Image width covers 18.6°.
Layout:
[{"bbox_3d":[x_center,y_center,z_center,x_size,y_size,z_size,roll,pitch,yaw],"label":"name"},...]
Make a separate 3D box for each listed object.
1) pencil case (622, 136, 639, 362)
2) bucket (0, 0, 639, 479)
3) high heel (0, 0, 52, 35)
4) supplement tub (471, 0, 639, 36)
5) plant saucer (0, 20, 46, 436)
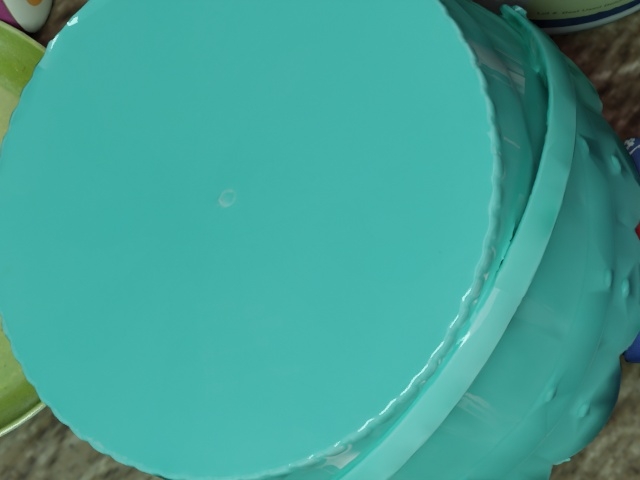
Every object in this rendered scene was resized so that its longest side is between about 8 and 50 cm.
[{"bbox_3d":[0.289,0.021,0.926,0.306,0.119,0.133,12,81,21],"label":"pencil case"},{"bbox_3d":[0.000,0.000,0.881,0.281,0.183,0.281,-6,77,25],"label":"bucket"},{"bbox_3d":[-0.220,-0.209,0.991,0.117,0.244,0.082,-2,40,27],"label":"high heel"},{"bbox_3d":[0.116,-0.250,0.916,0.235,0.325,0.235,0,77,-2],"label":"supplement tub"},{"bbox_3d":[-0.216,-0.004,0.997,0.241,0.037,0.241,0,79,-2],"label":"plant saucer"}]
